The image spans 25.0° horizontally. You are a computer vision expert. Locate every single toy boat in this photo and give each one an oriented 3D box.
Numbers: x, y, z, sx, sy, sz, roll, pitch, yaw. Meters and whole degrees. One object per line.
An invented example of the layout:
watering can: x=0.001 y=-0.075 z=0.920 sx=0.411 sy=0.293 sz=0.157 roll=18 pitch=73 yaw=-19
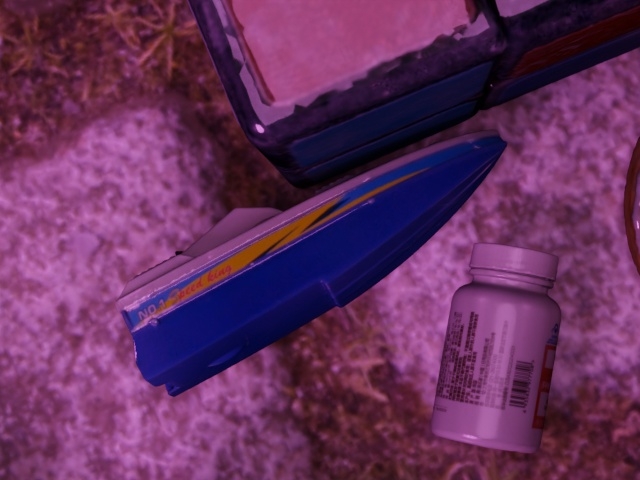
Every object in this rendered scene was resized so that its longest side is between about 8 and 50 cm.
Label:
toy boat: x=0.000 y=0.000 z=1.010 sx=0.295 sy=0.129 sz=0.088 roll=-29 pitch=74 yaw=0

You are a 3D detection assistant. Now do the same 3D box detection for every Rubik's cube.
Rubik's cube: x=0.051 y=-0.237 z=0.931 sx=0.316 sy=0.318 sz=0.313 roll=-22 pitch=86 yaw=2

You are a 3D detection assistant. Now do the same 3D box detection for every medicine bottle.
medicine bottle: x=0.127 y=0.075 z=1.019 sx=0.079 sy=0.079 sz=0.140 roll=10 pitch=86 yaw=4

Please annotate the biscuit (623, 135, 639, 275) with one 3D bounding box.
biscuit: x=0.342 y=-0.017 z=1.013 sx=0.259 sy=0.079 sz=0.259 roll=0 pitch=85 yaw=3
